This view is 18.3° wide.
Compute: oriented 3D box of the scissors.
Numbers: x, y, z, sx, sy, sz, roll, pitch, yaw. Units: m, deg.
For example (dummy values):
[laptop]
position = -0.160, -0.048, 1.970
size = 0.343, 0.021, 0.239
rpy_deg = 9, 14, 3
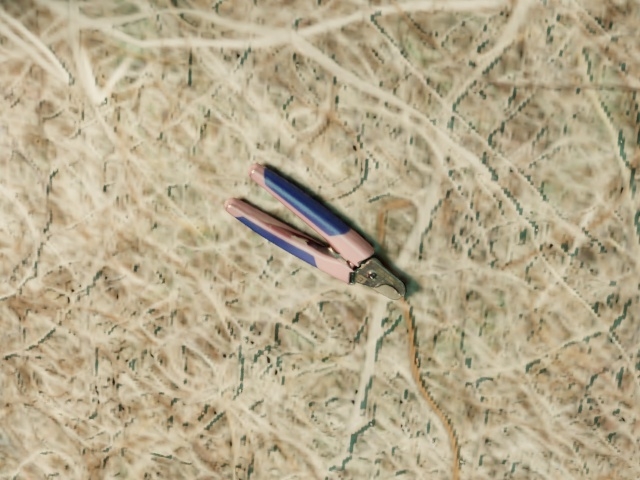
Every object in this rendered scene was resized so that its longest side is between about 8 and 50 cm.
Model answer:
[scissors]
position = 0.000, 0.000, 1.123
size = 0.113, 0.012, 0.039
rpy_deg = 35, 122, -5
